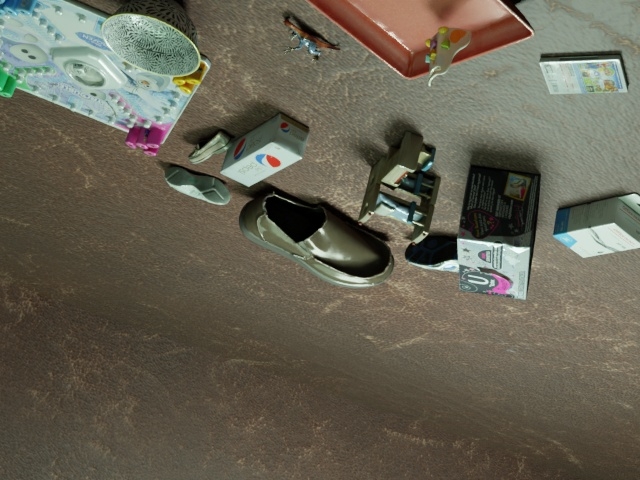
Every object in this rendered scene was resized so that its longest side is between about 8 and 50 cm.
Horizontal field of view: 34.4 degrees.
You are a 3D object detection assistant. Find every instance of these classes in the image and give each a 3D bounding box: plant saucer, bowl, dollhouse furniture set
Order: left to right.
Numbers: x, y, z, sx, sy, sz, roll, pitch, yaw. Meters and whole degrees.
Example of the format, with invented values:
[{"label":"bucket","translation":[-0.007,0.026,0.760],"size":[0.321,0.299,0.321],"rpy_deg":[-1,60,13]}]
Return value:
[{"label":"bowl","translation":[-0.270,-0.352,1.714],"size":[0.170,0.080,0.170],"rpy_deg":[12,157,5]},{"label":"dollhouse furniture set","translation":[0.171,-0.095,1.967],"size":[0.129,0.128,0.183],"rpy_deg":[20,156,-12]},{"label":"plant saucer","translation":[0.141,-0.350,1.512],"size":[0.259,0.047,0.258],"rpy_deg":[31,152,-34]}]

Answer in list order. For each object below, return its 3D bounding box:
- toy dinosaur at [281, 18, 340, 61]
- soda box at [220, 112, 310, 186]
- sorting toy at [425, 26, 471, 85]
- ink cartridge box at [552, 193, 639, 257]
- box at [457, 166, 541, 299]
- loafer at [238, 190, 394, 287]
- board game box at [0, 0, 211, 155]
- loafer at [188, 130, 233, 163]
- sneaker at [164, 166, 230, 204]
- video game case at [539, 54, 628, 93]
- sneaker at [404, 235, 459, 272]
[{"label":"toy dinosaur","translation":[-0.025,-0.334,1.688],"size":[0.090,0.047,0.082],"rpy_deg":[-23,140,3]},{"label":"soda box","translation":[-0.111,-0.175,2.036],"size":[0.074,0.069,0.216],"rpy_deg":[26,155,-25]},{"label":"sorting toy","translation":[0.178,-0.267,1.522],"size":[0.045,0.075,0.083],"rpy_deg":[22,156,-16]},{"label":"ink cartridge box","translation":[0.550,-0.027,1.979],"size":[0.104,0.060,0.180],"rpy_deg":[31,152,-31]},{"label":"box","translation":[0.344,-0.008,2.015],"size":[0.142,0.163,0.247],"rpy_deg":[8,156,13]},{"label":"loafer","translation":[0.000,0.000,2.282],"size":[0.366,0.133,0.130],"rpy_deg":[19,157,-10]},{"label":"board game box","translation":[-0.442,-0.312,1.950],"size":[0.390,0.050,0.390],"rpy_deg":[21,156,-15]},{"label":"loafer","translation":[-0.230,-0.194,2.110],"size":[0.125,0.045,0.039],"rpy_deg":[-17,125,41]},{"label":"sneaker","translation":[-0.271,-0.119,2.293],"size":[0.152,0.053,0.061],"rpy_deg":[23,166,-2]},{"label":"video game case","translation":[0.409,-0.257,1.606],"size":[0.122,0.011,0.087],"rpy_deg":[3,154,27]},{"label":"sneaker","translation":[0.286,0.041,2.271],"size":[0.211,0.080,0.081],"rpy_deg":[4,151,28]}]
